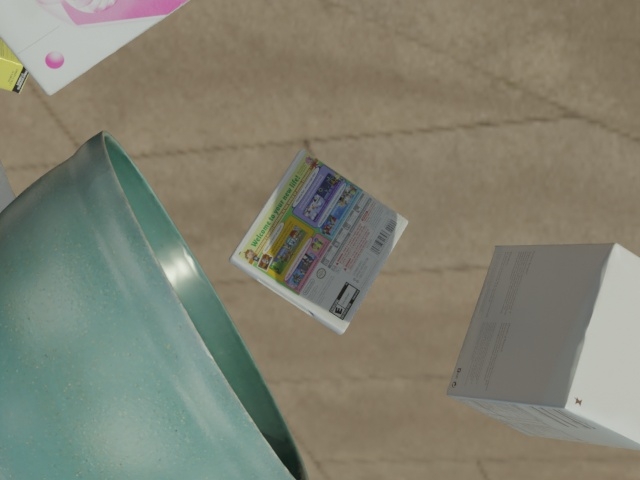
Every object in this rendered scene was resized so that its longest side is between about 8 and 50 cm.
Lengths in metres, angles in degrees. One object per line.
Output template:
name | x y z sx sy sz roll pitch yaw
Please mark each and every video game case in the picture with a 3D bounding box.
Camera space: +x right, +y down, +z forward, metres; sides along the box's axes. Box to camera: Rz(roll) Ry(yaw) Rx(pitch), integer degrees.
video game case | 0.000 0.000 1.957 0.193 0.212 0.023 34 153 -5

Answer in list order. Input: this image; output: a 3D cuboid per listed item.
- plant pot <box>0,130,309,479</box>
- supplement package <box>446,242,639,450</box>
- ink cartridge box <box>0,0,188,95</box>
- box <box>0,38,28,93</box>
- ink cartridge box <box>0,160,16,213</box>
plant pot | -0.163 0.095 0.962 0.196 0.293 0.293 -29 140 0
supplement package | 0.285 0.119 1.541 0.149 0.194 0.203 28 165 -29
ink cartridge box | -0.259 -0.373 1.459 0.330 0.071 0.324 -34 121 4
box | -0.551 -0.293 2.025 0.232 0.087 0.058 15 127 -28
ink cartridge box | -0.347 -0.033 1.102 0.189 0.232 0.066 -14 174 -20
